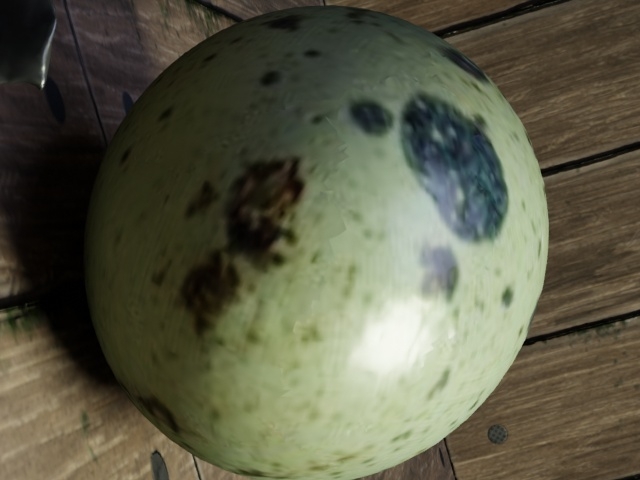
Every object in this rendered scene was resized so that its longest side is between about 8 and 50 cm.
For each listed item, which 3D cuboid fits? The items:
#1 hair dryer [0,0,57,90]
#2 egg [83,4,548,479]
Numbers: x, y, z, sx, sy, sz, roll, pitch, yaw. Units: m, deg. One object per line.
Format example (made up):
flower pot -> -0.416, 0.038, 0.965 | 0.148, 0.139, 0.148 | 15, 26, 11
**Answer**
hair dryer -> -0.123, -0.162, 0.595 | 0.313, 0.123, 0.341 | 103, -17, -55
egg -> 0.000, 0.000, 0.914 | 0.379, 0.287, 0.288 | -82, 154, -77
